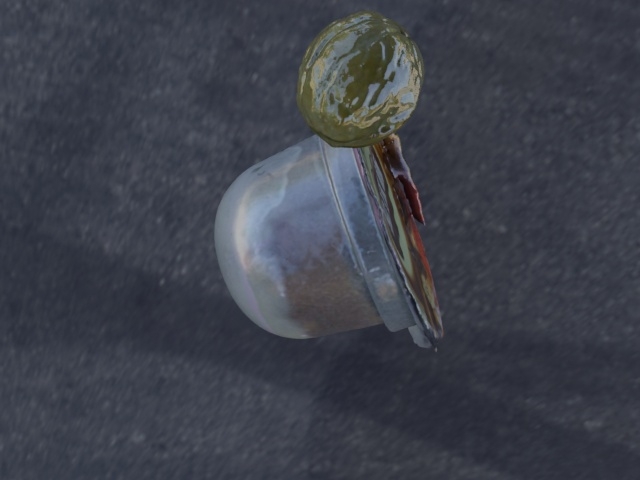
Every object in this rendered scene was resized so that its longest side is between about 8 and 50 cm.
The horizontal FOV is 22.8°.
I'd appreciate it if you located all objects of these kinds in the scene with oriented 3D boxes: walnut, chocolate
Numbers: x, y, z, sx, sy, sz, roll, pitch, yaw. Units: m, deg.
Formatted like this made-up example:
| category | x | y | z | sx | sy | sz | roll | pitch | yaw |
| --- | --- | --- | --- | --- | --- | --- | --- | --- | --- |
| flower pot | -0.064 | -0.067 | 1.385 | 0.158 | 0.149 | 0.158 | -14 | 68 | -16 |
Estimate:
| category | x | y | z | sx | sy | sz | roll | pitch | yaw |
| --- | --- | --- | --- | --- | --- | --- | --- | --- | --- |
| walnut | 0.025 | -0.101 | 1.011 | 0.092 | 0.092 | 0.092 | 5 | 71 | -13 |
| chocolate | 0.000 | 0.003 | 1.181 | 0.147 | 0.221 | 0.221 | -21 | 76 | 14 |
